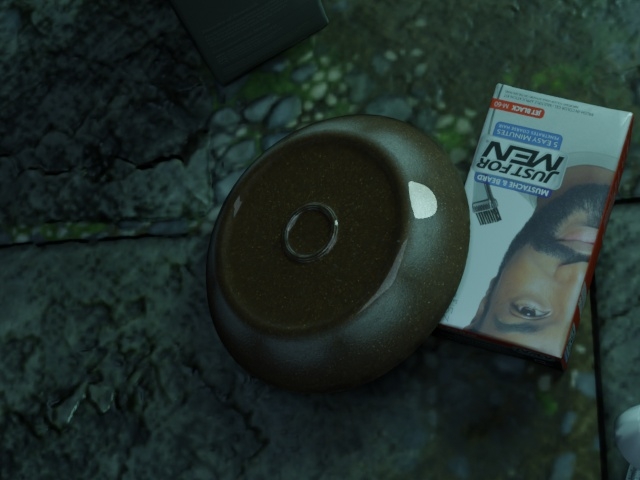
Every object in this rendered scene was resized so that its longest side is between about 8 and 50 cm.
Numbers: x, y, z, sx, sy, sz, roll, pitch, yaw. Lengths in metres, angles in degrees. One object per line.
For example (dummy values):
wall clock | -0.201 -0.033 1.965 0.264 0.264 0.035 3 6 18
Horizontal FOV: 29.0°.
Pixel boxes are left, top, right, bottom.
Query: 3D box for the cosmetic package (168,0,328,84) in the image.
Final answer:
cosmetic package | -0.080 -0.218 0.817 0.107 0.238 0.127 -31 68 2

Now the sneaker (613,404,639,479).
sneaker | 0.275 0.214 0.606 0.137 0.210 0.366 -44 66 14

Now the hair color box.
hair color box | 0.136 -0.009 0.802 0.093 0.053 0.167 15 78 17

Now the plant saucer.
plant saucer | 0.000 0.000 0.811 0.198 0.036 0.198 -12 63 25
